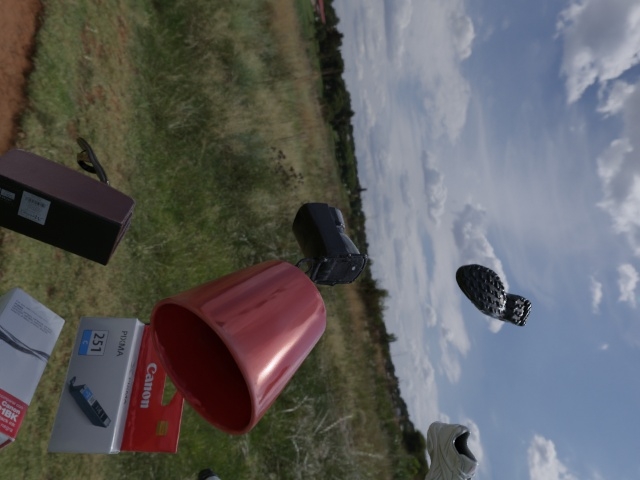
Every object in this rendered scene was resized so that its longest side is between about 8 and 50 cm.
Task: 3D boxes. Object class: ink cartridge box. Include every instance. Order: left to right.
[{"bbox_3d":[-0.571,0.235,0.725,0.114,0.196,0.273,52,8,-33],"label":"ink cartridge box"},{"bbox_3d":[-0.450,0.332,1.025,0.066,0.260,0.297,97,-5,-66],"label":"ink cartridge box"}]

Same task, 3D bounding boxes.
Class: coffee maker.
[{"bbox_3d":[0.000,0.000,0.996,0.171,0.120,0.178,24,29,-41],"label":"coffee maker"}]

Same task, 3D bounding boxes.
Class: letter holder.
[{"bbox_3d":[-0.638,-0.108,1.123,0.152,0.301,0.215,-53,-159,31],"label":"letter holder"}]

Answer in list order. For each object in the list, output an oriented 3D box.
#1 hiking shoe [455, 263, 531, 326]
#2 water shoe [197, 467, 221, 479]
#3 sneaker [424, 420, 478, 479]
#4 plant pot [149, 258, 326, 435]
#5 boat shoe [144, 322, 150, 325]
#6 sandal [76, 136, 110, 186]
[{"bbox_3d":[0.464,0.162,1.257,0.132,0.304,0.113,0,-120,58],"label":"hiking shoe"},{"bbox_3d":[-0.275,0.621,0.990,0.080,0.072,0.203,12,-103,61],"label":"water shoe"},{"bbox_3d":[0.298,0.523,0.986,0.115,0.090,0.232,-32,-136,46],"label":"sneaker"},{"bbox_3d":[-0.134,0.172,0.825,0.243,0.274,0.275,-32,119,-44],"label":"plant pot"},{"bbox_3d":[-0.434,0.326,1.404,0.130,0.354,0.133,92,-4,-51],"label":"boat shoe"},{"bbox_3d":[-0.739,-0.244,1.410,0.219,0.060,0.090,56,-22,16],"label":"sandal"}]
